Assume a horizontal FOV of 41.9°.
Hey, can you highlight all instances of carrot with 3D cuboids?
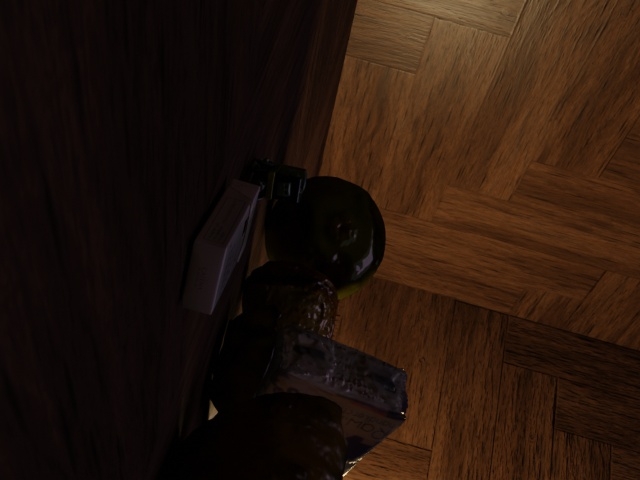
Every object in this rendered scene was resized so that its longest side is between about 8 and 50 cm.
[{"bbox_3d":[-0.105,0.377,1.144,0.341,0.241,0.242,-68,174,-53],"label":"carrot"}]

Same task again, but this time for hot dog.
[{"bbox_3d":[-0.061,0.153,1.516,0.114,0.175,0.259,-85,-178,-63],"label":"hot dog"}]

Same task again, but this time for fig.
[{"bbox_3d":[0.000,0.000,1.634,0.271,0.239,0.240,-20,-128,67],"label":"fig"}]

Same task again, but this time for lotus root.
[{"bbox_3d":[-0.134,0.191,1.360,0.183,0.077,0.204,-142,-106,-77],"label":"lotus root"}]

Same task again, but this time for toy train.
[{"bbox_3d":[-0.061,-0.077,1.114,0.122,0.081,0.050,-80,-178,-77],"label":"toy train"}]

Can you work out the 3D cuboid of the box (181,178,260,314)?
[{"bbox_3d":[-0.106,0.003,0.901,0.154,0.040,0.084,-70,175,-61],"label":"box"}]

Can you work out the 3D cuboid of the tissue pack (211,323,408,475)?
[{"bbox_3d":[-0.029,0.311,1.453,0.344,0.242,0.125,-53,-161,40],"label":"tissue pack"}]
